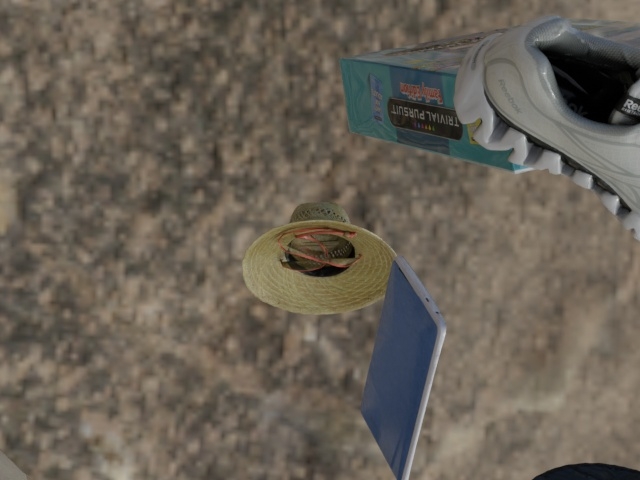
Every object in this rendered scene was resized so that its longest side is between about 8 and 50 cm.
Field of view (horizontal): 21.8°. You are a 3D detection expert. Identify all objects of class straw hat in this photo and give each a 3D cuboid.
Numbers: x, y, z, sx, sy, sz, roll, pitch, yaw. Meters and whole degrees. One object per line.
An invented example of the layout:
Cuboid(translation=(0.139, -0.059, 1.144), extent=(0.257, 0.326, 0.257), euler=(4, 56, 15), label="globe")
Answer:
Cuboid(translation=(0.000, 0.000, 1.415), extent=(0.144, 0.144, 0.061), euler=(49, 31, -49), label="straw hat")

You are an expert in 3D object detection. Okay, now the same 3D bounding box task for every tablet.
Cuboid(translation=(0.034, 0.054, 0.688), extent=(0.006, 0.054, 0.083), euler=(-2, 123, -20), label="tablet")

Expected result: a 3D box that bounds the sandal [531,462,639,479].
Cuboid(translation=(0.284, 0.316, 1.166), extent=(0.167, 0.446, 0.107), euler=(-28, 143, -7), label="sandal")

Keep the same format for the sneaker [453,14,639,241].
Cuboid(translation=(0.239, -0.067, 1.161), extent=(0.110, 0.292, 0.118), euler=(-69, -171, -20), label="sneaker")

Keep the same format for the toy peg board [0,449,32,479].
Cuboid(translation=(-0.226, 0.167, 0.866), extent=(0.161, 0.079, 0.160), euler=(58, 23, -46), label="toy peg board")

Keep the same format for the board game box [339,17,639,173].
Cuboid(translation=(0.201, -0.140, 1.512), extent=(0.254, 0.336, 0.079), euler=(-13, 103, -20), label="board game box")
